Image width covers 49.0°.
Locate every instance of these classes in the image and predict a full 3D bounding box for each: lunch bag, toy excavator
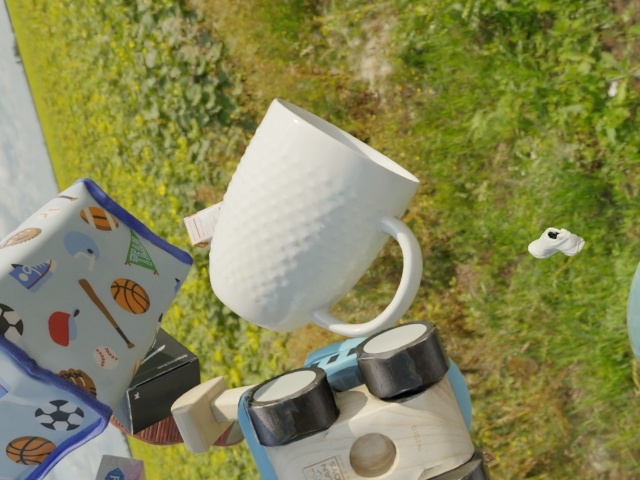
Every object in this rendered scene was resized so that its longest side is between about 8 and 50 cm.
[{"bbox_3d":[-0.388,0.152,0.871,0.239,0.385,0.327,41,-152,-12],"label":"lunch bag"},{"bbox_3d":[-0.019,0.254,1.005,0.445,0.433,0.222,-114,3,-84],"label":"toy excavator"}]

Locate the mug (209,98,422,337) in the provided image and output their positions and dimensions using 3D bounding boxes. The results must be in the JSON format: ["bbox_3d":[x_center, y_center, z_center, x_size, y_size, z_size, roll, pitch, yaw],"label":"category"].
[{"bbox_3d":[0.000,0.000,1.151,0.374,0.276,0.328,37,104,27],"label":"mug"}]

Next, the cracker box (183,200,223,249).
[{"bbox_3d":[-0.149,-0.051,1.483,0.156,0.232,0.067,22,-133,-73],"label":"cracker box"}]

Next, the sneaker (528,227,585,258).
[{"bbox_3d":[0.486,0.000,1.479,0.061,0.053,0.152,38,162,-13],"label":"sneaker"}]

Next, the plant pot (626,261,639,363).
[{"bbox_3d":[0.600,0.104,0.946,0.195,0.290,0.290,-146,43,-70],"label":"plant pot"}]

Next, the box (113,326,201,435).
[{"bbox_3d":[-0.347,0.247,1.334,0.207,0.153,0.108,29,127,41],"label":"box"}]

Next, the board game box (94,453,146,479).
[{"bbox_3d":[-0.320,0.532,1.030,0.318,0.066,0.317,101,177,-49],"label":"board game box"}]

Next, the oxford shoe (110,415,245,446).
[{"bbox_3d":[-0.404,0.493,1.982,0.146,0.397,0.140,-148,74,-77],"label":"oxford shoe"}]

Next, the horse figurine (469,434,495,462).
[{"bbox_3d":[0.316,0.465,1.704,0.263,0.066,0.174,41,180,38],"label":"horse figurine"}]
